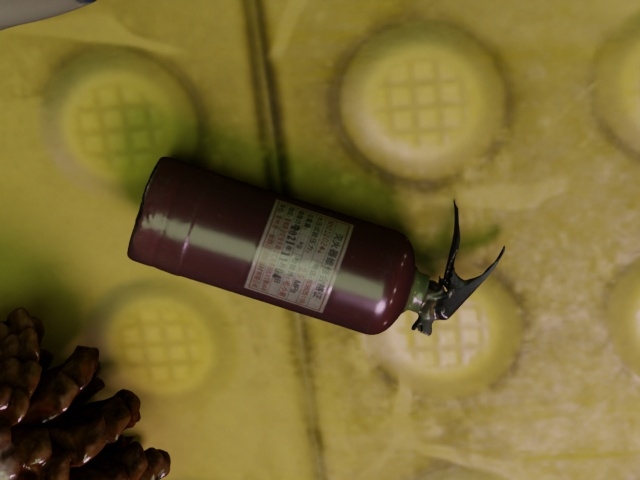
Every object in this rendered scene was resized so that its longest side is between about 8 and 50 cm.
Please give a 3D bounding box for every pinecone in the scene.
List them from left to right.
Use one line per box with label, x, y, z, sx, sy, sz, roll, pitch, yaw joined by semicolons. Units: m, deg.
pinecone;-0.192;0.162;0.944;0.185;0.169;0.212;-31;107;16

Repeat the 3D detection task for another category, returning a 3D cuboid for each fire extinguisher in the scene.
fire extinguisher;0.000;0.000;0.910;0.231;0.071;0.099;16;87;-1

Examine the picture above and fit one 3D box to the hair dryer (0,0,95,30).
hair dryer;-0.280;-0.241;0.816;0.295;0.119;0.298;-16;107;22
